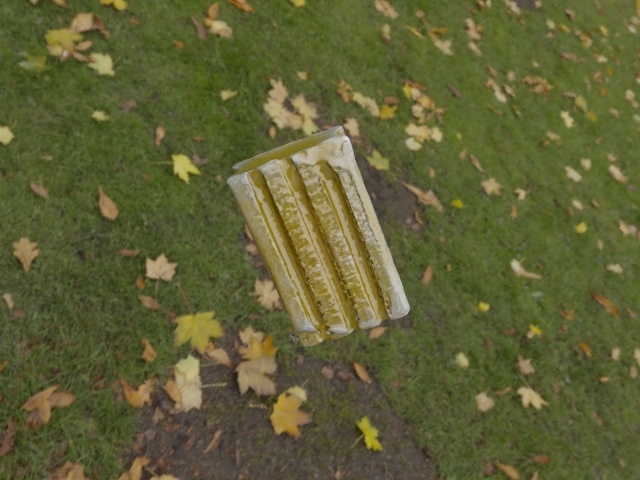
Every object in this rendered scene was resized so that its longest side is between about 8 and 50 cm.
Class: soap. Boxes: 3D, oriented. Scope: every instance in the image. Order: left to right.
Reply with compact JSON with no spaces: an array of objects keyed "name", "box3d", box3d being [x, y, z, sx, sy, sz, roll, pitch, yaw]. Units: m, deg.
[{"name":"soap","box3d":[0.000,0.000,0.863,0.089,0.173,0.274,-90,159,-67]}]
